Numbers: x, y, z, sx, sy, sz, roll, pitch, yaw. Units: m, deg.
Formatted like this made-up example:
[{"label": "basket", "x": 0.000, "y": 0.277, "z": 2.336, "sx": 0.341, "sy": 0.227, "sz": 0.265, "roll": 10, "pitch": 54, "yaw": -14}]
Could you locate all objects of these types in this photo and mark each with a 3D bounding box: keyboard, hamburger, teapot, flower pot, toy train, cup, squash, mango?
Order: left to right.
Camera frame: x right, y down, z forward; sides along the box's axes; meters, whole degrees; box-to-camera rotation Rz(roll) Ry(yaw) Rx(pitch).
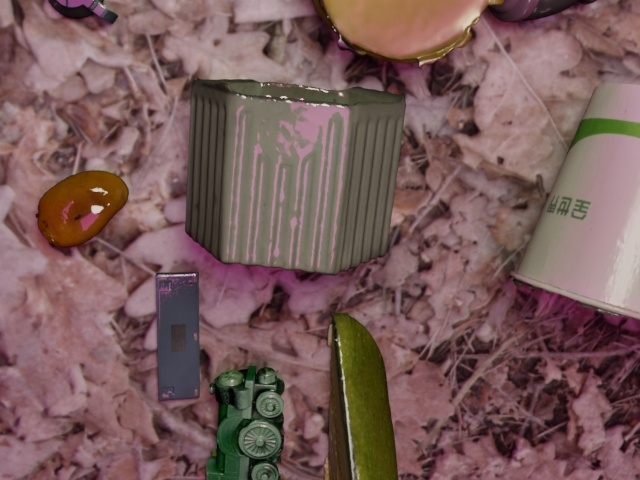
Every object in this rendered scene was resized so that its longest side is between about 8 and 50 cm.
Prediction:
[{"label": "teapot", "x": -0.267, "y": -0.275, "z": 0.878, "sx": 0.088, "sy": 0.057, "sz": 0.066, "roll": 37, "pitch": 97, "yaw": -17}, {"label": "mango", "x": -0.284, "y": -0.040, "z": 0.940, "sx": 0.114, "sy": 0.060, "sz": 0.080, "roll": -26, "pitch": 94, "yaw": 0}, {"label": "keyboard", "x": -0.186, "y": 0.126, "z": 1.028, "sx": 0.055, "sy": 0.014, "sz": 0.176, "roll": -1, "pitch": 106, "yaw": -10}, {"label": "toy train", "x": -0.099, "y": 0.251, "z": 1.052, "sx": 0.104, "sy": 0.071, "sz": 0.178, "roll": 4, "pitch": 106, "yaw": 0}, {"label": "flower pot", "x": -0.031, "y": -0.080, "z": 0.886, "sx": 0.239, "sy": 0.209, "sz": 0.190, "roll": 5, "pitch": 104, "yaw": 0}, {"label": "squash", "x": 0.052, "y": 0.235, "z": 1.098, "sx": 0.093, "sy": 0.169, "sz": 0.252, "roll": -3, "pitch": 72, "yaw": -12}, {"label": "hamburger", "x": 0.088, "y": -0.320, "z": 0.881, "sx": 0.236, "sy": 0.149, "sz": 0.237, "roll": -3, "pitch": 115, "yaw": -7}, {"label": "teapot", "x": 0.268, "y": -0.333, "z": 0.944, "sx": 0.145, "sy": 0.148, "sz": 0.116, "roll": -7, "pitch": 143, "yaw": -20}, {"label": "cup", "x": 0.391, "y": -0.040, "z": 0.975, "sx": 0.253, "sy": 0.253, "sz": 0.274, "roll": 14, "pitch": 94, "yaw": -13}]
